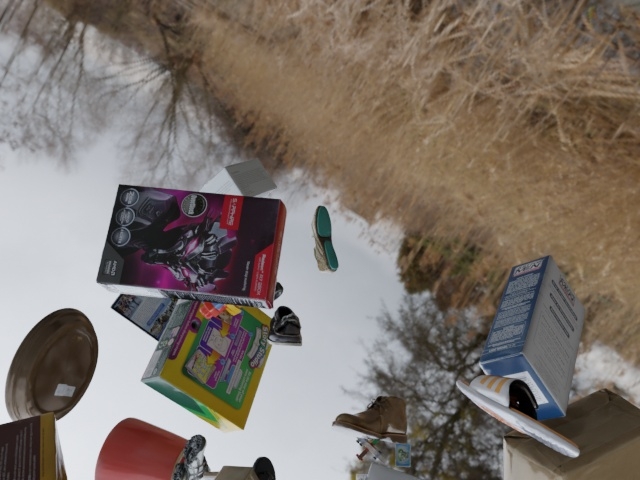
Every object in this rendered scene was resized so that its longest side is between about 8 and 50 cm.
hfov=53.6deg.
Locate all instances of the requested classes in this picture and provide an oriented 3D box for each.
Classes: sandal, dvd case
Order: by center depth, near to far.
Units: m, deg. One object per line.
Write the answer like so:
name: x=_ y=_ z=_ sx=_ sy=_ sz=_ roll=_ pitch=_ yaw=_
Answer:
sandal: x=0.351 y=0.288 z=1.099 sx=0.102 sy=0.076 sz=0.265 roll=40 pitch=169 yaw=-29
sandal: x=-0.142 y=0.701 z=1.681 sx=0.097 sy=0.054 sz=0.254 roll=43 pitch=-148 yaw=-39
dvd case: x=-0.563 y=0.228 z=2.164 sx=0.253 sy=0.180 sz=0.022 roll=43 pitch=159 yaw=-25

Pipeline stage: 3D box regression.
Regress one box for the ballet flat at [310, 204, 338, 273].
ballet flat: x=0.000 y=0.000 z=1.860 sx=0.073 sy=0.067 sz=0.206 roll=9 pitch=-114 yaw=-45

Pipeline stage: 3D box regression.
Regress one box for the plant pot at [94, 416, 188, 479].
plant pot: x=-0.520 y=0.709 z=1.973 sx=0.243 sy=0.274 sz=0.275 roll=5 pitch=-179 yaw=17

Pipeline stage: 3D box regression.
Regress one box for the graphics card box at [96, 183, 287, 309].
graphics card box: x=-0.273 y=0.012 z=1.374 sx=0.371 sy=0.232 sz=0.094 roll=6 pitch=162 yaw=5

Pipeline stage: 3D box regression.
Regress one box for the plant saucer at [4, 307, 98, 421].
plant saucer: x=-0.586 y=0.289 z=1.417 sx=0.041 sy=0.277 sz=0.278 roll=14 pitch=-176 yaw=15

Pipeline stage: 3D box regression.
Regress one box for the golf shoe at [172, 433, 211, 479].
golf shoe: x=-0.351 y=0.632 z=1.814 sx=0.094 sy=0.198 sz=0.077 roll=15 pitch=-152 yaw=-26

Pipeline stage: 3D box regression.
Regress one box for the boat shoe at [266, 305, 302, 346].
boat shoe: x=-0.078 y=0.186 z=1.379 sx=0.075 sy=0.065 sz=0.206 roll=5 pitch=-177 yaw=-8

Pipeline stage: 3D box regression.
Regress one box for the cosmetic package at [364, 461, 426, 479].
cosmetic package: x=0.250 y=0.778 z=1.935 sx=0.238 sy=0.127 sz=0.107 roll=2 pitch=150 yaw=47

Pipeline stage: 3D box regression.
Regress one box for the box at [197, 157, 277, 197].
box: x=-0.267 y=-0.149 z=1.967 sx=0.119 sy=0.181 sz=0.182 roll=57 pitch=-146 yaw=3

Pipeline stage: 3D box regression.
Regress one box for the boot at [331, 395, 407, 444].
boot: x=0.127 y=0.434 z=1.565 sx=0.112 sy=0.115 sz=0.305 roll=3 pitch=166 yaw=35

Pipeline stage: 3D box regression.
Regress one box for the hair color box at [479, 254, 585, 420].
hair color box: x=0.468 y=0.204 z=1.373 sx=0.174 sy=0.105 sz=0.347 roll=54 pitch=-139 yaw=-13

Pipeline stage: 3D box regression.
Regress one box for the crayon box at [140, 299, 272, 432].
crayon box: x=-0.305 y=0.321 z=1.844 sx=0.313 sy=0.106 sz=0.363 roll=43 pitch=-134 yaw=-29

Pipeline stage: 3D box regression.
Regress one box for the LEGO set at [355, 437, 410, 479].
LEGO set: x=0.207 y=0.719 z=2.084 sx=0.183 sy=0.244 sz=0.060 roll=0 pitch=180 yaw=8

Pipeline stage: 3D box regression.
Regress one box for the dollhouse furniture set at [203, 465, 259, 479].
dollhouse furniture set: x=-0.205 y=0.607 z=1.091 sx=0.286 sy=0.198 sz=0.303 roll=65 pitch=-147 yaw=-16

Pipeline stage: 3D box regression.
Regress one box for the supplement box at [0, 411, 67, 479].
supplement box: x=-0.451 y=0.359 z=0.858 sx=0.194 sy=0.129 sz=0.191 roll=-10 pitch=-158 yaw=-21

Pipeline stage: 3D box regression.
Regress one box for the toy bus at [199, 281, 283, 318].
toy bus: x=-0.226 y=0.130 z=1.687 sx=0.149 sy=0.211 sz=0.220 roll=47 pitch=173 yaw=20

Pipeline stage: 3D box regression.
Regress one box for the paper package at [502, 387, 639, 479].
paper package: x=0.549 y=0.531 z=1.348 sx=0.310 sy=0.324 sz=0.168 roll=-14 pitch=-159 yaw=-24
